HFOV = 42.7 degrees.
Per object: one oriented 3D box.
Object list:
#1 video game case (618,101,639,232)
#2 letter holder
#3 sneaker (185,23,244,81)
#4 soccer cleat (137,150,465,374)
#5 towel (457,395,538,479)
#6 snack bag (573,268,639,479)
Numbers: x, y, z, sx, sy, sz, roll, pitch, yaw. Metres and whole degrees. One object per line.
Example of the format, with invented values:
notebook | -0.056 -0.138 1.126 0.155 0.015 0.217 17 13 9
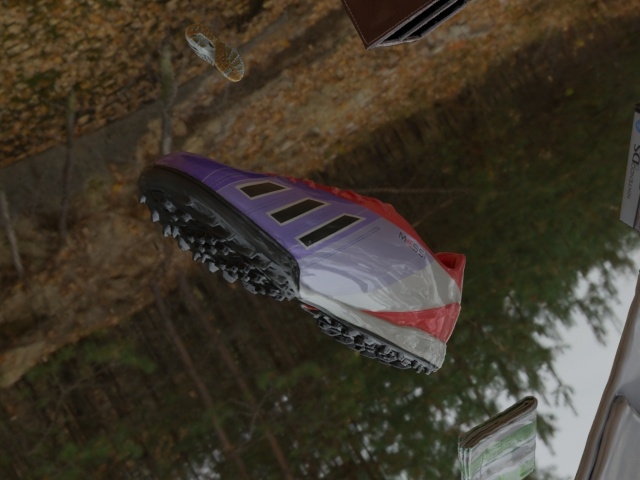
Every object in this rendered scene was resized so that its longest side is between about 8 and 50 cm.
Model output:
video game case | 0.634 -0.079 1.390 0.035 0.275 0.248 -22 129 -21
letter holder | 0.112 -0.469 1.189 0.214 0.301 0.152 -29 177 39
sneaker | -0.123 -0.219 0.952 0.032 0.083 0.037 -49 -160 -12
soccer cleat | 0.000 0.000 0.646 0.109 0.318 0.116 5 -113 52
towel | 0.220 0.262 0.994 0.113 0.023 0.152 -26 133 -14
snack bag | 0.427 0.249 1.027 0.037 0.323 0.342 6 -113 46
